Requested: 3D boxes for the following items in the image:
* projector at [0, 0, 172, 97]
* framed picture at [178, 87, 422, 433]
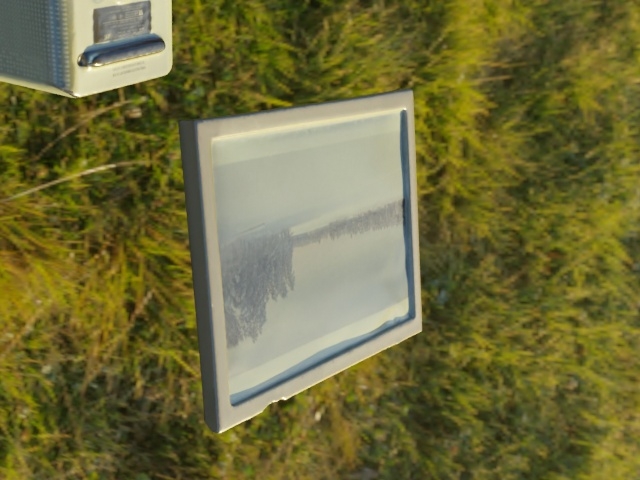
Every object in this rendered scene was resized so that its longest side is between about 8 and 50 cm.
[{"bbox_3d":[-0.254,-0.235,0.948,0.163,0.242,0.177,-29,129,-53],"label":"projector"},{"bbox_3d":[0.000,0.000,0.832,0.289,0.016,0.213,-17,107,-55],"label":"framed picture"}]
